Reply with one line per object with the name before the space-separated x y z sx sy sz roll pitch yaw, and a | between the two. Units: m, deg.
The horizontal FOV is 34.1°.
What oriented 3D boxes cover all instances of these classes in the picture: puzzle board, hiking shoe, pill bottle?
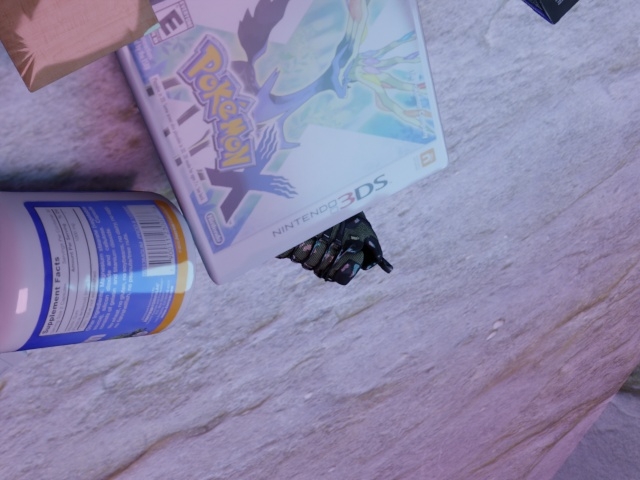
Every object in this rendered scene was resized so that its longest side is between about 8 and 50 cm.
puzzle board | -0.211 -0.195 0.882 0.128 0.011 0.096 -30 124 -11
hiking shoe | 0.000 0.000 1.287 0.227 0.114 0.086 -2 131 -46
pill bottle | -0.268 0.028 0.999 0.272 0.152 0.152 -3 133 -45

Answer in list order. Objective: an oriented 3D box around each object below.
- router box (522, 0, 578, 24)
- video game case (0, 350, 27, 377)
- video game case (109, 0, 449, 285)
router box | 0.306 -0.418 1.127 0.309 0.081 0.243 -45 148 6
video game case | -0.414 0.144 1.115 0.157 0.019 0.143 -39 148 -2
video game case | -0.026 -0.144 1.050 0.300 0.036 0.329 -28 130 -12
